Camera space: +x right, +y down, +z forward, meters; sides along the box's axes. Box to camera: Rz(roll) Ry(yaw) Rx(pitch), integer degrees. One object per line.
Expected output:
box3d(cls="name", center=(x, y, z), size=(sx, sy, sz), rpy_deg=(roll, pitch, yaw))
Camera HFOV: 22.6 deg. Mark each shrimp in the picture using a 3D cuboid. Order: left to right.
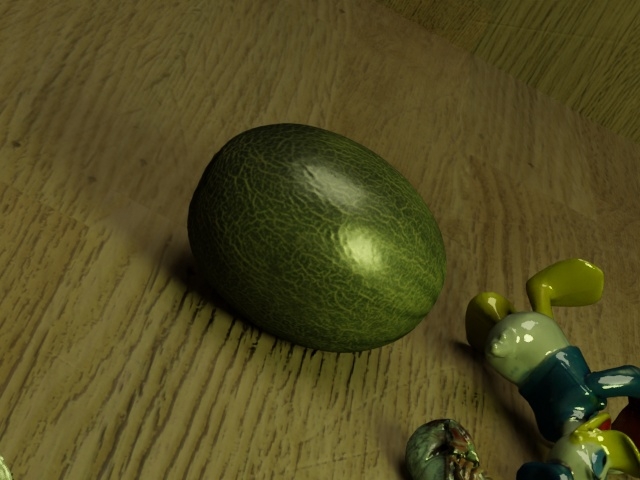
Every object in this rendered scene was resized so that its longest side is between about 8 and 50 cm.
box3d(cls="shrimp", center=(0.162, 0.279, 1.665), size=(0.233, 0.079, 0.090), rpy_deg=(55, -5, 37))

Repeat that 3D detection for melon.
box3d(cls="melon", center=(0.000, 0.000, 1.809), size=(0.302, 0.237, 0.237), rpy_deg=(30, 24, -10))

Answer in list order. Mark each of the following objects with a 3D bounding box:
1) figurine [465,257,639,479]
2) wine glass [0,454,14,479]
box3d(cls="figurine", center=(0.298, 0.216, 1.893), size=(0.283, 0.204, 0.338), rpy_deg=(33, 35, -12))
box3d(cls="wine glass", center=(-0.265, 0.209, 1.245), size=(0.072, 0.072, 0.155), rpy_deg=(22, 0, -18))
